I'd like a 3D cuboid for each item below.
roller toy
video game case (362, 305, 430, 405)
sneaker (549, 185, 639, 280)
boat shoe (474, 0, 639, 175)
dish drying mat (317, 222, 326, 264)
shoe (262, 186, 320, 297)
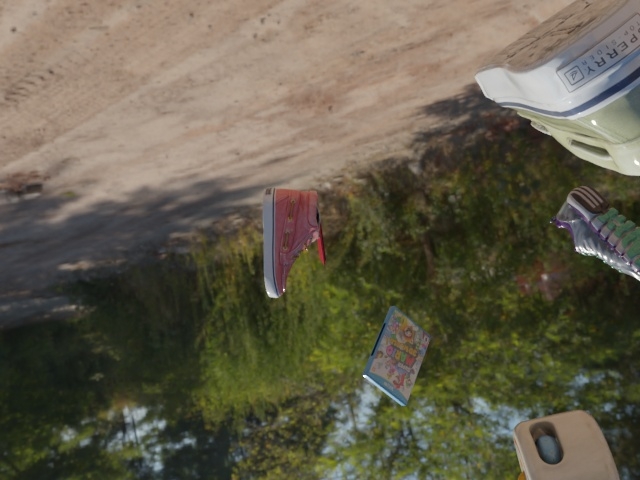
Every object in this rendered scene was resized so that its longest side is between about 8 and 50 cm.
[{"bbox_3d":[0.402,0.388,1.128,0.146,0.191,0.209,-15,164,8],"label":"roller toy"},{"bbox_3d":[0.159,0.234,1.386,0.119,0.166,0.015,41,147,-22],"label":"video game case"},{"bbox_3d":[0.502,0.011,1.175,0.083,0.223,0.098,-21,153,-33],"label":"sneaker"},{"bbox_3d":[0.180,-0.110,0.485,0.109,0.094,0.302,-32,-171,20],"label":"boat shoe"},{"bbox_3d":[0.000,0.000,1.220,0.008,0.083,0.032,-12,-157,-10],"label":"dish drying mat"},{"bbox_3d":[-0.041,0.007,1.002,0.081,0.178,0.063,1,-155,3],"label":"shoe"}]
